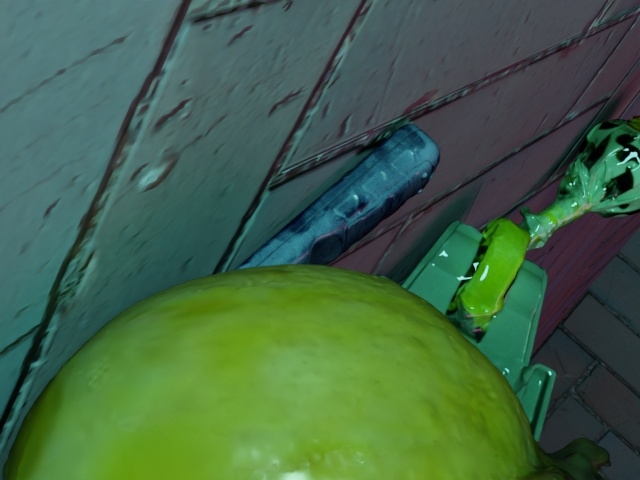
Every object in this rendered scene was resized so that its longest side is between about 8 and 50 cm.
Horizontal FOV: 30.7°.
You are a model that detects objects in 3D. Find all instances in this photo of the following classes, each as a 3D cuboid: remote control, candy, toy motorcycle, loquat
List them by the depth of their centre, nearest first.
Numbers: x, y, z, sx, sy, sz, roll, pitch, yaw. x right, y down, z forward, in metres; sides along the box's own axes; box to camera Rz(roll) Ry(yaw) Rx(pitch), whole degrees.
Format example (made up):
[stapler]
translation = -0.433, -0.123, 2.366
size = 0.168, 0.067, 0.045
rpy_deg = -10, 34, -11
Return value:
[loquat]
translation = 0.000, 0.123, 0.442
size = 0.244, 0.244, 0.244
rpy_deg = -43, 165, -15
[remote control]
translation = -0.001, -0.001, 0.541
size = 0.152, 0.027, 0.043
rpy_deg = -40, 168, -18
[toy motorcycle]
translation = 0.049, 0.142, 0.803
size = 0.326, 0.191, 0.200
rpy_deg = -60, 180, -25
[candy]
translation = 0.177, -0.003, 0.988
size = 0.305, 0.083, 0.091
rpy_deg = -36, -179, -9
